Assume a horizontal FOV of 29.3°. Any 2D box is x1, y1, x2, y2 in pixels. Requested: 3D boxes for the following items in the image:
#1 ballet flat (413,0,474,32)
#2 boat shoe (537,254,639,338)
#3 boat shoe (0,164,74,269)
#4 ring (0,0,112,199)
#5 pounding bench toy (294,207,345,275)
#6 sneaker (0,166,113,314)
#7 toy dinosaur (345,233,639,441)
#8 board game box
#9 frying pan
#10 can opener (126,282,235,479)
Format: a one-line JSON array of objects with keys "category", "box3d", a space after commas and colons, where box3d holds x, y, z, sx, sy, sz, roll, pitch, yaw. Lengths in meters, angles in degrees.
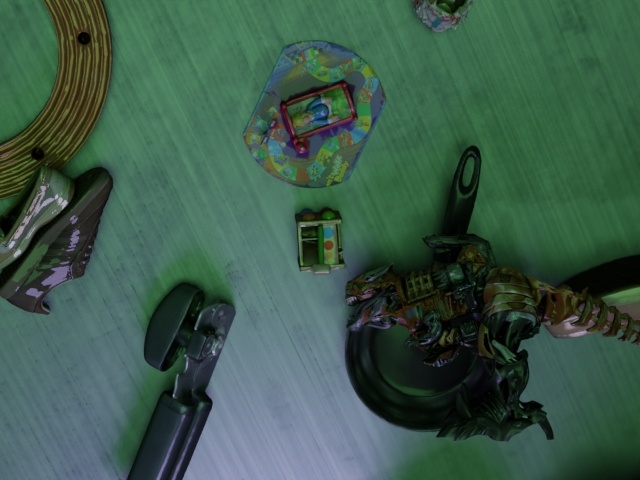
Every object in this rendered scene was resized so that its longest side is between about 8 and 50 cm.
[{"category": "ballet flat", "box3d": [0.165, -0.343, 1.331, 0.091, 0.077, 0.241, 12, 100, -6]}, {"category": "boat shoe", "box3d": [0.420, 0.072, 1.411, 0.341, 0.121, 0.110, -13, 101, -3]}, {"category": "boat shoe", "box3d": [-0.337, -0.024, 1.353, 0.153, 0.056, 0.048, -39, 132, 20]}, {"category": "ring", "box3d": [-0.396, -0.207, 1.339, 0.337, 0.032, 0.336, -1, 102, -4]}, {"category": "pounding bench toy", "box3d": [0.000, 0.000, 1.383, 0.052, 0.083, 0.065, -4, 102, -3]}, {"category": "sneaker", "box3d": [-0.285, 0.002, 1.382, 0.071, 0.066, 0.188, 37, 100, -29]}, {"category": "toy dinosaur", "box3d": [0.187, 0.102, 1.330, 0.322, 0.164, 0.218, 2, 88, 31]}, {"category": "board game box", "box3d": [-0.004, -0.139, 1.381, 0.133, 0.033, 0.168, 25, 99, -9]}, {"category": "frying pan", "box3d": [0.113, 0.065, 1.422, 0.197, 0.053, 0.326, -12, 100, -1]}, {"category": "can opener", "box3d": [-0.180, 0.189, 1.427, 0.095, 0.076, 0.283, 27, 100, 24]}]
